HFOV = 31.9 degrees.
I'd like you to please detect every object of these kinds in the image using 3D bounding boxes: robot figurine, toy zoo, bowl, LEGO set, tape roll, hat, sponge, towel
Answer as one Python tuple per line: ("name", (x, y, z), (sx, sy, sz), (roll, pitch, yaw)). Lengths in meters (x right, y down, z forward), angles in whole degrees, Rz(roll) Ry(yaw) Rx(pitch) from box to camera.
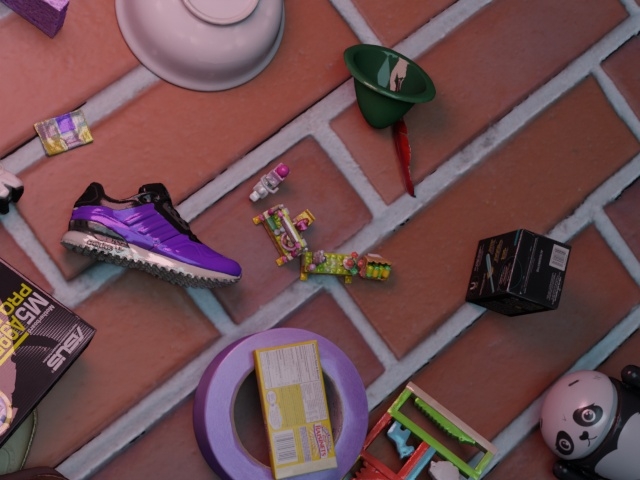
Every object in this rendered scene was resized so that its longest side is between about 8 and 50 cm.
("robot figurine", (0.522, 0.340, 1.974), (0.278, 0.173, 0.209), (28, 66, -14))
("toy zoo", (0.137, 0.405, 1.870), (0.192, 0.030, 0.293), (38, 70, 12))
("bowl", (-0.184, -0.407, 1.870), (0.298, 0.134, 0.297), (3, 81, -19))
("LEGO set", (0.000, 0.000, 1.881), (0.287, 0.107, 0.132), (40, 71, -9))
("tape roll", (-0.064, 0.281, 1.823), (0.275, 0.090, 0.274), (3, 81, -18))
("hat", (0.096, -0.219, 1.996), (0.173, 0.183, 0.208), (6, 38, -25))
("sponge", (-0.496, -0.410, 1.768), (0.210, 0.117, 0.031), (35, 71, -11))
("towel", (-0.415, -0.175, 1.815), (0.083, 0.009, 0.060), (-20, 87, -21))

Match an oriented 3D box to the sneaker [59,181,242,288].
("sneaker", (-0.254, -0.018, 1.797), (0.294, 0.102, 0.146), (17, 75, -16))

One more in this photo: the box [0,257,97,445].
("box", (-0.495, 0.169, 1.644), (0.216, 0.060, 0.270), (37, 51, -1))

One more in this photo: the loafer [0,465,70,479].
("loafer", (-0.445, 0.394, 1.544), (0.366, 0.130, 0.133), (-12, 109, -61))

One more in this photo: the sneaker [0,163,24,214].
("sneaker", (-0.594, -0.034, 1.687), (0.292, 0.110, 0.118), (-40, 88, -29))

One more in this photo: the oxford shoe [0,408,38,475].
("oxford shoe", (-0.536, 0.386, 1.608), (0.140, 0.146, 0.397), (35, 71, -10))

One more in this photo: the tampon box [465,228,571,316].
("tampon box", (0.344, 0.059, 1.964), (0.102, 0.161, 0.120), (20, 77, -16))

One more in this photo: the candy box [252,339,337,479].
("candy box", (-0.041, 0.266, 1.771), (0.105, 0.027, 0.205), (-7, 84, -23))
